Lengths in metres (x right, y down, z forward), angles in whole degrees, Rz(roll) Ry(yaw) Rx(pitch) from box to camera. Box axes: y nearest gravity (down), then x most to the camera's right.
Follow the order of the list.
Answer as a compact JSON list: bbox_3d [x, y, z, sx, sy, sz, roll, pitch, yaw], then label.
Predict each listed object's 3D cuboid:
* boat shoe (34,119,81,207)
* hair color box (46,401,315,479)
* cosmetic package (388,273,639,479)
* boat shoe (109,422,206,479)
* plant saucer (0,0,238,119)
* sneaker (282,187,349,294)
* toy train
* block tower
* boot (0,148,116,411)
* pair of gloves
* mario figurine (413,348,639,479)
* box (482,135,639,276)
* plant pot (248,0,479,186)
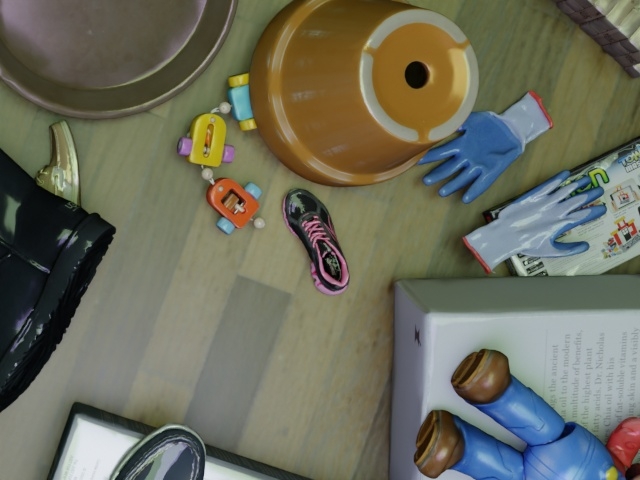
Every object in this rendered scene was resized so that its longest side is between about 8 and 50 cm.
[{"bbox_3d":[-0.266,-0.053,1.775,0.045,0.050,0.135,-5,91,-14],"label":"boat shoe"},{"bbox_3d":[-0.100,0.311,1.771,0.374,0.113,0.185,20,88,-8],"label":"hair color box"},{"bbox_3d":[0.306,0.159,1.793,0.453,0.161,0.230,0,103,-9],"label":"cosmetic package"},{"bbox_3d":[-0.186,0.289,1.660,0.095,0.079,0.254,36,86,-7],"label":"boat shoe"},{"bbox_3d":[-0.216,-0.257,1.745,0.278,0.041,0.278,-7,112,-18],"label":"plant saucer"},{"bbox_3d":[0.000,0.000,1.815,0.047,0.057,0.119,-27,93,-6],"label":"sneaker"},{"bbox_3d":[-0.080,-0.096,1.810,0.125,0.046,0.166,38,80,-21],"label":"toy train"},{"bbox_3d":[0.248,-0.316,1.835,0.335,0.097,0.091,41,85,-8],"label":"block tower"},{"bbox_3d":[-0.340,0.025,1.746,0.207,0.094,0.246,34,108,10],"label":"boot"},{"bbox_3d":[0.200,-0.058,1.832,0.159,0.023,0.198,-29,73,-9],"label":"pair of gloves"},{"bbox_3d":[0.256,0.229,1.626,0.320,0.198,0.170,29,42,-6],"label":"mario figurine"},{"bbox_3d":[0.289,-0.024,1.870,0.207,0.036,0.114,-25,94,-8],"label":"box"},{"bbox_3d":[0.057,-0.155,1.735,0.205,0.188,0.205,-1,92,-24],"label":"plant pot"}]
